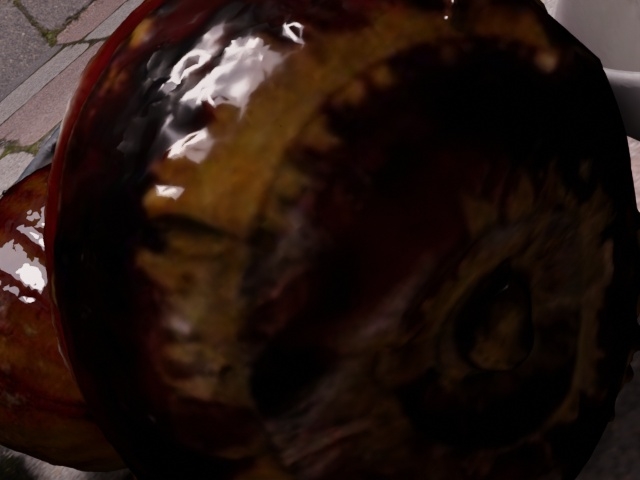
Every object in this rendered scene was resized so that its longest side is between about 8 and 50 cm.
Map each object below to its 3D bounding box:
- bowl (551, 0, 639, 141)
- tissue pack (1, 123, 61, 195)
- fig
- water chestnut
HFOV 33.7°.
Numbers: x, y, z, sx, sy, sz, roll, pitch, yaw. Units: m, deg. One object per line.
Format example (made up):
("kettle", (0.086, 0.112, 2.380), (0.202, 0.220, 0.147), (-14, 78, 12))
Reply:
("bowl", (0.270, -0.117, 0.506), (0.287, 0.144, 0.287), (-31, 25, 17))
("tissue pack", (-0.205, -0.067, 1.048), (0.259, 0.122, 0.361), (-49, 11, 48))
("fig", (-0.095, 0.076, 0.675), (0.320, 0.217, 0.217), (25, 64, 39))
("water chestnut", (0.000, 0.000, 0.493), (0.300, 0.300, 0.300), (-31, 25, 16))
